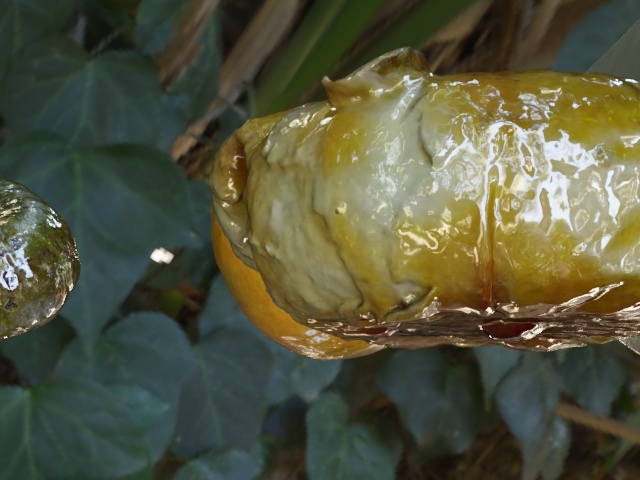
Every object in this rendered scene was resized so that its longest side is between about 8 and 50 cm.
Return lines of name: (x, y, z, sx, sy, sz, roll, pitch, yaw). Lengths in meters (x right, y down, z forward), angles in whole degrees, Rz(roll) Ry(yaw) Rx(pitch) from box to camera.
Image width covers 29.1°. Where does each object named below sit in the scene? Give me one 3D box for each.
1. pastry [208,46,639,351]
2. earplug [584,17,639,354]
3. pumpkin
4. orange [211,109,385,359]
pastry: (0.069, -0.005, 0.521, 0.229, 0.100, 0.218, -3, -12, -3)
earplug: (0.370, -0.081, 0.937, 0.312, 0.313, 0.394, 36, -19, 1)
pumpkin: (-0.377, 0.034, 1.377, 0.219, 0.162, 0.219, 3, 34, -2)
orange: (0.000, 0.000, 1.103, 0.240, 0.171, 0.240, 51, 20, -27)
